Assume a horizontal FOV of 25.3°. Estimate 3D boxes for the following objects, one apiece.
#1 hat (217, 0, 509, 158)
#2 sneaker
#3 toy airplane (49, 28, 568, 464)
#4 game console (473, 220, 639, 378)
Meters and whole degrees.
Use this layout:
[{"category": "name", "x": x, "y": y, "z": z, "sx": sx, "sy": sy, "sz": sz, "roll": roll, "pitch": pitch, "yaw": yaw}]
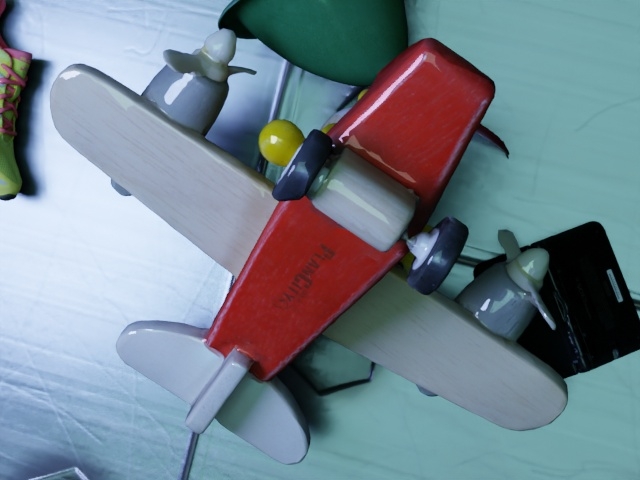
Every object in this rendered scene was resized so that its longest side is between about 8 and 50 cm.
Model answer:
[{"category": "hat", "x": 0.038, "y": -0.136, "z": 1.216, "sx": 0.209, "sy": 0.173, "sz": 0.183, "roll": -19, "pitch": 83, "yaw": 2}, {"category": "sneaker", "x": -0.307, "y": -0.140, "z": 1.320, "sx": 0.094, "sy": 0.081, "sz": 0.208, "roll": -18, "pitch": 87, "yaw": 6}, {"category": "toy airplane", "x": 0.000, "y": 0.000, "z": 1.195, "sx": 0.384, "sy": 0.272, "sz": 0.386, "roll": -2, "pitch": 128, "yaw": 25}, {"category": "game console", "x": 0.214, "y": 0.058, "z": 1.275, "sx": 0.107, "sy": 0.071, "sz": 0.122, "roll": -20, "pitch": 87, "yaw": -22}]
